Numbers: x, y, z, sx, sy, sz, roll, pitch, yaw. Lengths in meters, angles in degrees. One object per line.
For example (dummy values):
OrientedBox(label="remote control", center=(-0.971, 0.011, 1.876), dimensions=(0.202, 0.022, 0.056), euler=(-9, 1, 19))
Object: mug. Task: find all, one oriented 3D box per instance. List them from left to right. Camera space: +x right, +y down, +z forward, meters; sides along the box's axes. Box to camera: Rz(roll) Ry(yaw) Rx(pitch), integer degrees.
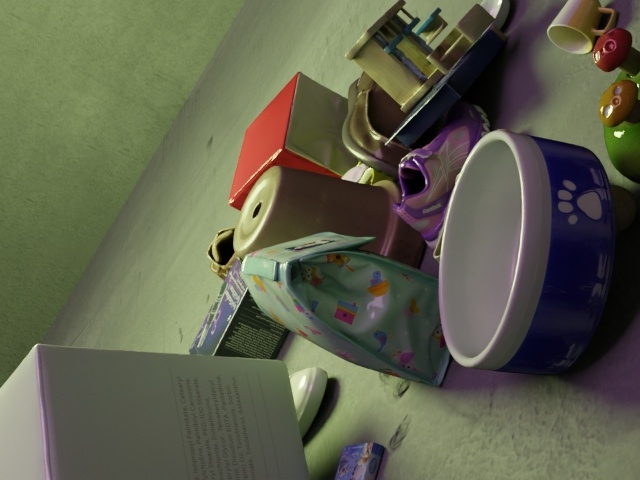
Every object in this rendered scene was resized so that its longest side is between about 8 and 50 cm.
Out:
OrientedBox(label="mug", center=(0.344, -0.284, 1.689), dimensions=(0.064, 0.078, 0.062), euler=(-62, -15, -18))

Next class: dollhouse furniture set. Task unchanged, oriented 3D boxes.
OrientedBox(label="dollhouse furniture set", center=(0.158, -0.314, 1.942), dimensions=(0.183, 0.129, 0.129), euler=(-45, 3, 45))

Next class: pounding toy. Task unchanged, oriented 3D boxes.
OrientedBox(label="pounding toy", center=(0.336, -0.145, 1.437), dimensions=(0.237, 0.110, 0.183), euler=(-58, 20, 19))

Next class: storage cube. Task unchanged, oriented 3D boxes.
OrientedBox(label="storage cube", center=(-0.023, -0.139, 2.265), dimensions=(0.193, 0.184, 0.215), euler=(-43, 28, 45))

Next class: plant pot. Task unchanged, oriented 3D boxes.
OrientedBox(label="plant pot", center=(0.000, 0.000, 1.966), dimensions=(0.263, 0.229, 0.263), euler=(-51, 25, 35))

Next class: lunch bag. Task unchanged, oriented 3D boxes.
OrientedBox(label="lunch bag", center=(0.034, 0.074, 1.732), dimensions=(0.160, 0.262, 0.223), euler=(-67, 18, -5))

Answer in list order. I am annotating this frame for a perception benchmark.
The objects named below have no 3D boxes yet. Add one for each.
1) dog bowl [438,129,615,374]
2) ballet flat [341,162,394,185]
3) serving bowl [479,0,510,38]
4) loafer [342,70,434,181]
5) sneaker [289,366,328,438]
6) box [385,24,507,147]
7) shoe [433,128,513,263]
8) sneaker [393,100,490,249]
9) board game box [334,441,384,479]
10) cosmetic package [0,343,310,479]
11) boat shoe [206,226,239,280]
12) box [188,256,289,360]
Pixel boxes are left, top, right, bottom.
OrientedBox(label="dog bowl", center=(0.222, 0.016, 1.439), dimensions=(0.265, 0.104, 0.265), euler=(-172, 90, -78))
OrientedBox(label="ballet flat", center=(0.042, -0.059, 2.133), dimensions=(0.231, 0.077, 0.077), euler=(-54, 54, 26))
OrientedBox(label="serving bowl", center=(0.265, -0.343, 1.989), dimensions=(0.083, 0.027, 0.083), euler=(-52, 22, 32))
OrientedBox(label="loafer", center=(0.115, -0.211, 2.061), dimensions=(0.130, 0.134, 0.366), euler=(-56, 21, 24))
OrientedBox(label="sneaker", center=(-0.100, 0.278, 2.052), dimensions=(0.290, 0.123, 0.106), euler=(-46, 25, 41))
OrientedBox(label="box", center=(0.185, -0.219, 1.914), dimensions=(0.136, 0.036, 0.225), euler=(-44, 4, 46))
OrientedBox(label="shoe", center=(0.209, -0.057, 1.741), dimensions=(0.076, 0.058, 0.219), euler=(-15, 53, 66))
OrientedBox(label="sneaker", center=(0.166, -0.108, 1.846), dimensions=(0.095, 0.104, 0.236), euler=(-36, 31, 59))
OrientedBox(label="board game box", center=(0.047, 0.322, 1.764), dimensions=(0.090, 0.020, 0.090), euler=(-26, 44, 61))
OrientedBox(label="cosmetic package", center=(-0.259, 0.368, 1.824), dimensions=(0.329, 0.394, 0.327), euler=(-44, 49, 44))
OrientedBox(label="boat shoe", center=(-0.158, 0.019, 2.525), dimensions=(0.324, 0.116, 0.123), euler=(-15, 53, 66))
OrientedBox(label="box", center=(-0.135, 0.156, 2.313), dimensions=(0.207, 0.108, 0.153), euler=(-63, 20, 6))
